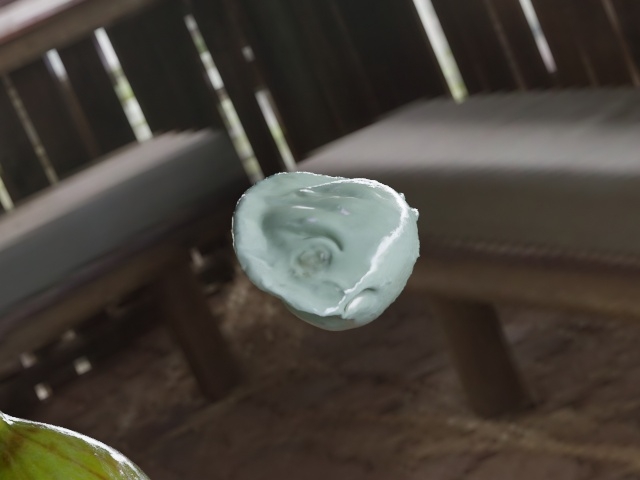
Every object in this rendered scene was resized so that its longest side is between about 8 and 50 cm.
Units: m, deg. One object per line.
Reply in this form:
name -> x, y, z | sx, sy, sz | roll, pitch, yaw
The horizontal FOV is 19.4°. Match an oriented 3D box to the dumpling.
dumpling -> 0.006, 0.014, 1.557 | 0.153, 0.108, 0.219 | 2, 21, 22

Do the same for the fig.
fig -> -0.218, 0.166, 1.338 | 0.151, 0.259, 0.151 | -28, 18, 10
